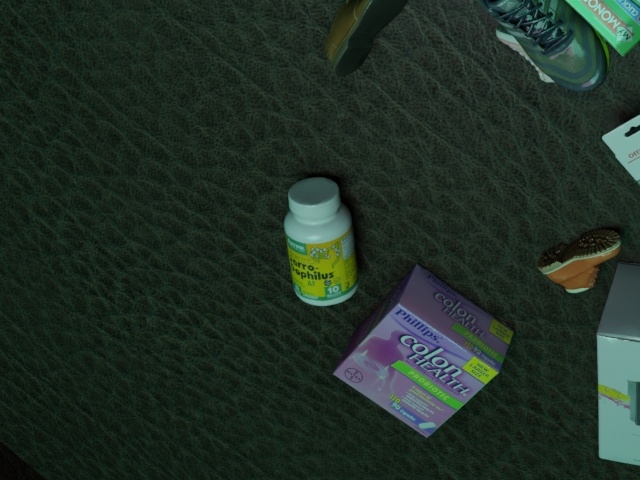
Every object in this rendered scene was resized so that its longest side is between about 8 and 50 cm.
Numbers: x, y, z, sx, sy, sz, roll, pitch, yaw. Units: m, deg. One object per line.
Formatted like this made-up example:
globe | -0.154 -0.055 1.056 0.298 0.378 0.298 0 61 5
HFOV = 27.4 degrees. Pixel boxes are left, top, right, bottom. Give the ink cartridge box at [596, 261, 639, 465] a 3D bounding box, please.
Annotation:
ink cartridge box | 0.560 0.204 2.108 0.197 0.198 0.270 6 128 21

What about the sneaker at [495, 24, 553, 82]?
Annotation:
sneaker | 0.318 -0.272 1.934 0.134 0.051 0.070 16 126 7

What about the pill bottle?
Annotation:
pill bottle | 0.000 0.000 2.255 0.118 0.117 0.208 8 129 19

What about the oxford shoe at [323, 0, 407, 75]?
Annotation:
oxford shoe | 0.066 -0.350 1.981 0.212 0.076 0.076 -49 57 32

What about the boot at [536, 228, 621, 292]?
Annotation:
boot | 0.437 0.036 2.129 0.084 0.059 0.158 45 139 -18

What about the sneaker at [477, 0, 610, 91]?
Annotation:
sneaker | 0.282 -0.320 1.822 0.300 0.121 0.111 47 120 1

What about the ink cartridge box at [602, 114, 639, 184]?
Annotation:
ink cartridge box | 0.516 -0.127 1.954 0.104 0.060 0.180 -31 110 38

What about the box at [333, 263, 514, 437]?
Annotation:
box | 0.181 0.200 2.333 0.214 0.117 0.243 35 132 -5

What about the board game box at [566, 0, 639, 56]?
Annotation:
board game box | 0.368 -0.429 1.741 0.317 0.046 0.213 42 112 -11
